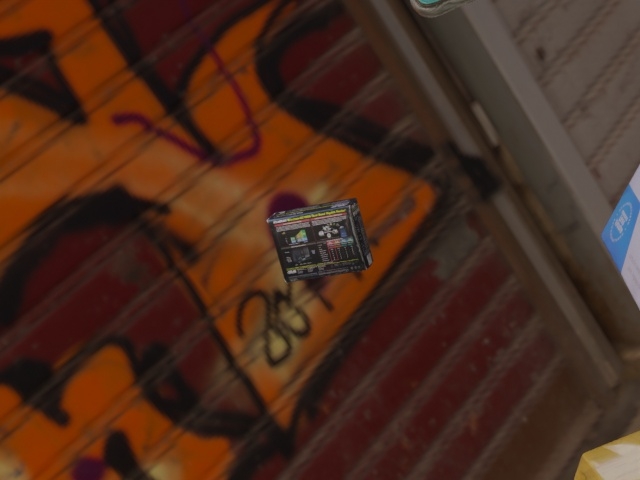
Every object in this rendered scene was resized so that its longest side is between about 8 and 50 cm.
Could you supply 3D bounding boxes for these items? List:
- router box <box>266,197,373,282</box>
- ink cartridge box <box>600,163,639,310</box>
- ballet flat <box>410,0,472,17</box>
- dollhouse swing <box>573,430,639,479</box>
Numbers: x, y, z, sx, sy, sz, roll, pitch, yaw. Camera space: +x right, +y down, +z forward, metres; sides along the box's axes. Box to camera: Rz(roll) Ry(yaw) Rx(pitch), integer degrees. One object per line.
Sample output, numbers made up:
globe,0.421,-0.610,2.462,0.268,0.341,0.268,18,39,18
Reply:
router box,0.000,0.000,1.729,0.122,0.092,0.038,-9,16,22
ink cartridge box,0.220,-0.048,0.666,0.104,0.060,0.180,-92,25,-67
ballet flat,0.239,-0.404,2.013,0.213,0.072,0.068,-20,-13,4
dollhouse swing,0.541,0.538,2.080,0.315,0.347,0.305,-11,32,-38
